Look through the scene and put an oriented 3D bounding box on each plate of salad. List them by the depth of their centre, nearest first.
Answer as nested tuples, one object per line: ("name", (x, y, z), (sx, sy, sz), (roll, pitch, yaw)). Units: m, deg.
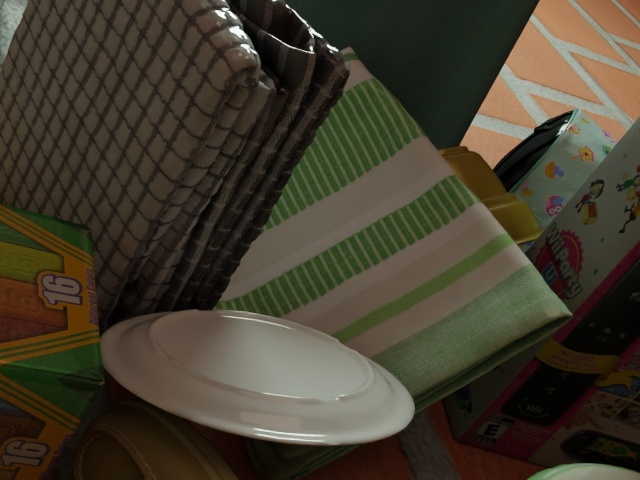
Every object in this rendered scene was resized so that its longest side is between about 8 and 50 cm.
("plate of salad", (-0.040, 0.089, 0.572), (0.199, 0.048, 0.200), (12, 13, -3))

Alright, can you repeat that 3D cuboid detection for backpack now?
("backpack", (0.256, -0.047, 1.015), (0.144, 0.188, 0.166), (36, 31, 8))

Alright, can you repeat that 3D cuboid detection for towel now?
("towel", (-0.126, -0.089, 0.654), (0.121, 0.284, 0.235), (-4, 47, -45))
("towel", (0.000, 0.000, 0.726), (0.325, 0.248, 0.038), (58, -3, 35))

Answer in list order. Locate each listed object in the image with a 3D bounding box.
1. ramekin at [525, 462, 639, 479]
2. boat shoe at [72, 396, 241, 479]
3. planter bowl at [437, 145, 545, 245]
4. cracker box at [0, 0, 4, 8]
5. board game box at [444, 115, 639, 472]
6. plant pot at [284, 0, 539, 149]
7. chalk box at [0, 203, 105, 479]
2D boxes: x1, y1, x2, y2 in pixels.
("ramekin", (0.182, 0.280, 0.535), (0.303, 0.148, 0.303), (22, 33, -15))
("boat shoe", (-0.072, 0.204, 0.465), (0.089, 0.105, 0.285), (1, 44, -44))
("planter bowl", (0.090, -0.034, 0.824), (0.217, 0.217, 0.090), (-14, 96, -49))
("cracker box", (-0.320, -0.258, 0.839), (0.067, 0.156, 0.232), (19, 33, -20))
("board game box", (0.273, 0.069, 0.759), (0.224, 0.303, 0.097), (19, 34, -20))
("plant pot", (0.061, -0.231, 0.965), (0.341, 0.334, 0.341), (23, 32, -15))
("chalk box", (-0.243, 0.051, 0.490), (0.213, 0.132, 0.132), (16, 35, -31))
